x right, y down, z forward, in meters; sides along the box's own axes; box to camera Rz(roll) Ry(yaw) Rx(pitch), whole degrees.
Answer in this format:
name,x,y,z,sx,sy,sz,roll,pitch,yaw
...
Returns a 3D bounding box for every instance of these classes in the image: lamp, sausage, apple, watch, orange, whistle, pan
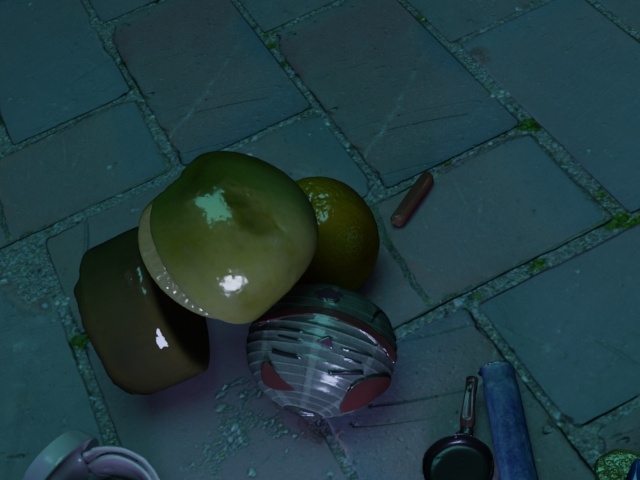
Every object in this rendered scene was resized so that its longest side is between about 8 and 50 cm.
name,x,y,z,sx,sy,sz,roll,pitch,yaw
lamp,0.003,0.187,1.775,0.265,0.233,0.233,7,50,13
sausage,0.180,-0.081,2.106,0.035,0.030,0.147,16,54,29
apple,-0.152,-0.005,1.731,0.292,0.254,0.292,-43,11,10
watch,-0.367,0.449,1.701,0.231,0.196,0.244,34,62,13
orange,0.000,0.000,1.948,0.236,0.236,0.236,-8,46,9
whistle,0.298,0.323,1.673,0.062,0.062,0.304,-11,46,7
pan,0.227,0.316,1.709,0.115,0.040,0.212,1,57,21

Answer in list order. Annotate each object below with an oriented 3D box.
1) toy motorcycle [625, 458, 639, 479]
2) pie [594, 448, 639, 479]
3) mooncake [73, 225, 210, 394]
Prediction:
name,x,y,z,sx,sy,sz,roll,pitch,yaw
toy motorcycle,0.487,0.347,1.560,0.136,0.092,0.254,19,74,16
pie,0.457,0.352,1.629,0.085,0.017,0.085,-9,49,10
mooncake,-0.312,0.124,1.882,0.156,0.284,0.284,-21,45,7
